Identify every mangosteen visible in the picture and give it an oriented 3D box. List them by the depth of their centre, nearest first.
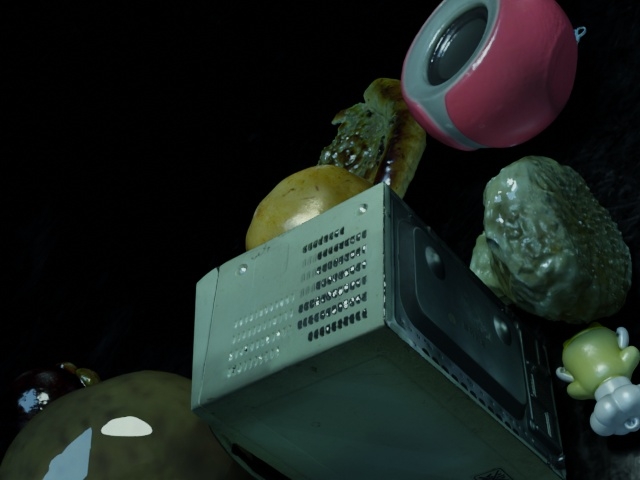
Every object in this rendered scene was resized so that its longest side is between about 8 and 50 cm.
[{"bbox_3d":[-0.509,0.335,1.788,0.250,0.211,0.211,-29,25,-30],"label":"mangosteen"}]

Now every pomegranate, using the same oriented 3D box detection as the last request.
[{"bbox_3d":[0.000,0.000,1.497,0.264,0.264,0.264,-28,38,25],"label":"pomegranate"}]

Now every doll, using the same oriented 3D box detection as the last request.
[{"bbox_3d":[0.356,0.173,1.119,0.106,0.062,0.162,-39,34,19],"label":"doll"}]

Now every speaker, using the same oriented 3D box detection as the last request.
[{"bbox_3d":[0.271,-0.289,1.495,0.294,0.294,0.294,-28,38,25],"label":"speaker"}]

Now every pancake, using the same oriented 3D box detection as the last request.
[{"bbox_3d":[0.081,-0.170,1.759,0.305,0.067,0.426,-9,51,44],"label":"pancake"}]

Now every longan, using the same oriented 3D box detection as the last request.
[{"bbox_3d":[-0.299,0.382,1.369,0.405,0.336,0.404,-17,31,10],"label":"longan"}]

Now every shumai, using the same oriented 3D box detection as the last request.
[{"bbox_3d":[0.272,0.019,1.212,0.222,0.261,0.225,-24,56,32],"label":"shumai"}]

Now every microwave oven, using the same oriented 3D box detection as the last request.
[{"bbox_3d":[0.072,0.162,1.139,0.333,0.394,0.247,-28,39,26],"label":"microwave oven"}]

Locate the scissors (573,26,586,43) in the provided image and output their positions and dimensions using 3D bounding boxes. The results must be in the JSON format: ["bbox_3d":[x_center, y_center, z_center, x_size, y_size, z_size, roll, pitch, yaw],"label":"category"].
[{"bbox_3d":[0.451,-0.347,1.589,0.036,0.006,0.083,-14,46,36],"label":"scissors"}]
